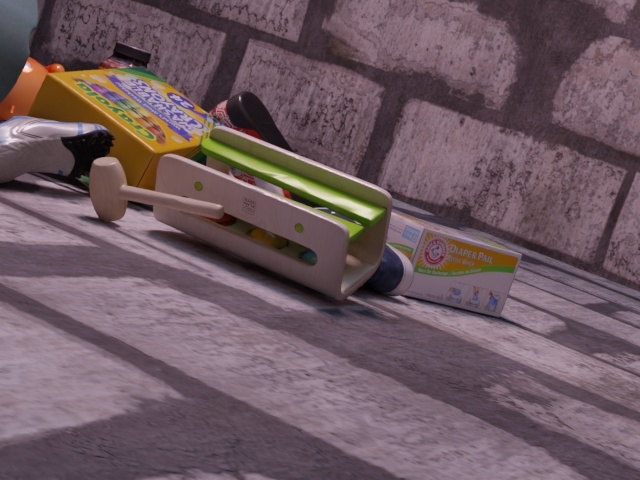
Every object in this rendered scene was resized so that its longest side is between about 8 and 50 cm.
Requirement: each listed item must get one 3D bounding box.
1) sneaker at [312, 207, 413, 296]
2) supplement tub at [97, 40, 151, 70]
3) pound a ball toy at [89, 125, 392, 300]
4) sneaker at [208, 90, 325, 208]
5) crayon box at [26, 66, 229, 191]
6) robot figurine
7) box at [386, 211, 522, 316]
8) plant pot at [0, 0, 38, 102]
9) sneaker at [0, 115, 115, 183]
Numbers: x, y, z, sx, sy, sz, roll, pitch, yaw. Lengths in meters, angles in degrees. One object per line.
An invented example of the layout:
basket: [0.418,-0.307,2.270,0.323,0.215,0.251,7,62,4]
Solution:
sneaker: [0.001,-0.001,1.660,0.226,0.086,0.163,27,7,41]
supplement tub: [-0.385,-0.276,2.307,0.106,0.198,0.106,20,7,-3]
pound a ball toy: [-0.103,-0.021,1.487,0.319,0.136,0.208,22,33,22]
sneaker: [-0.106,-0.095,1.948,0.270,0.145,0.090,59,33,-7]
crayon box: [-0.279,-0.162,1.766,0.203,0.083,0.323,36,22,12]
robot figurine: [-0.539,-0.267,2.105,0.158,0.128,0.219,13,10,-38]
box: [0.179,0.034,1.796,0.203,0.103,0.114,14,8,-35]
plant pot: [-0.631,-0.352,1.813,0.334,0.341,0.341,23,2,-45]
sneaker: [-0.354,-0.124,1.533,0.086,0.085,0.237,44,27,21]
